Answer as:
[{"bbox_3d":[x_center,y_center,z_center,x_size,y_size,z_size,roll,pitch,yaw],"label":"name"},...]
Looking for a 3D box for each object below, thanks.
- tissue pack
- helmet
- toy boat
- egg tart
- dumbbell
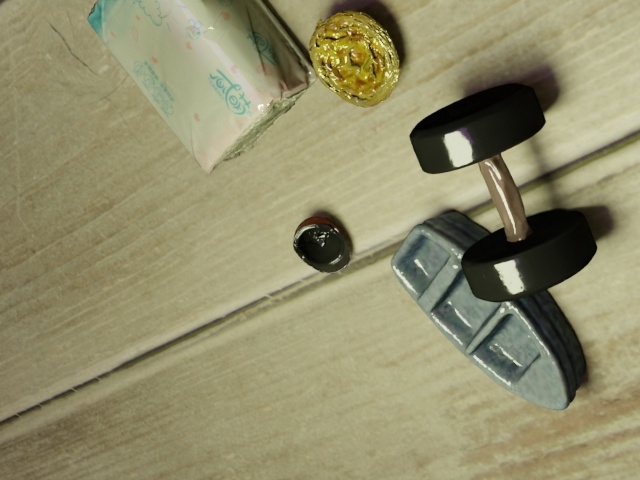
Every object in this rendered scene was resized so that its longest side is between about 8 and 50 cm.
[{"bbox_3d":[-0.155,-0.247,2.082,0.271,0.124,0.201,52,140,4],"label":"tissue pack"},{"bbox_3d":[0.001,0.000,2.140,0.065,0.049,0.084,-38,116,16],"label":"helmet"},{"bbox_3d":[0.212,0.090,1.986,0.283,0.078,0.127,45,135,11],"label":"toy boat"},{"bbox_3d":[0.047,-0.223,1.970,0.129,0.049,0.129,19,128,26],"label":"egg tart"},{"bbox_3d":[0.207,-0.054,1.852,0.152,0.152,0.218,-13,105,45],"label":"dumbbell"}]
